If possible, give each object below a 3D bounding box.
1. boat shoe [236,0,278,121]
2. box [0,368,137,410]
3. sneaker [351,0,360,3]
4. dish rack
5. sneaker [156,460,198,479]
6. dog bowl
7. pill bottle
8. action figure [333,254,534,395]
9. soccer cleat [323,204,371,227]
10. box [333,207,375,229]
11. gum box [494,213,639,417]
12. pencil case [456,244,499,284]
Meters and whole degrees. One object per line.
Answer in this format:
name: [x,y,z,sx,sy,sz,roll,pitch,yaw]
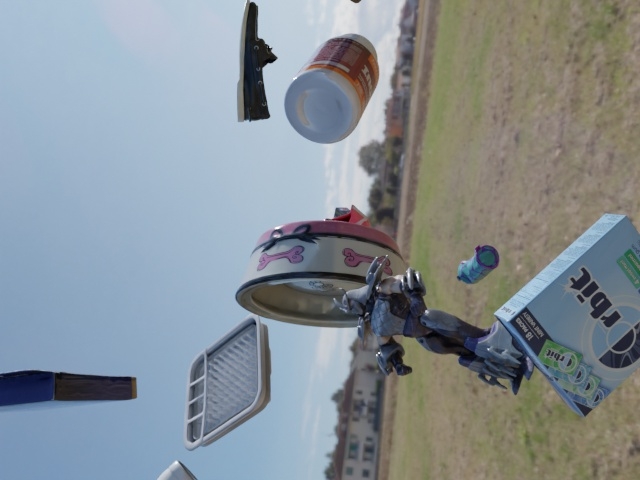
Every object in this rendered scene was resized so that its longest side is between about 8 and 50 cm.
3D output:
boat shoe: [-0.179,-0.508,1.746,0.127,0.113,0.339,-162,75,-82]
box: [-0.333,0.181,0.722,0.225,0.137,0.036,54,-152,-71]
sneaker: [0.046,-0.618,1.456,0.118,0.042,0.067,31,-161,-41]
dish rack: [-0.236,0.379,1.608,0.333,0.072,0.285,-40,38,30]
sneaker: [-0.259,0.621,1.304,0.123,0.290,0.106,-42,-26,-19]
dog bowl: [0.013,0.084,1.421,0.408,0.408,0.150,81,-167,-68]
pill bottle: [0.020,-0.181,0.699,0.152,0.086,0.086,-66,-18,-49]
action figure: [0.152,0.124,0.857,0.185,0.285,0.099,93,-160,-47]
soccer cleat: [0.000,0.000,1.423,0.095,0.248,0.083,55,-159,-28]
box: [0.103,0.018,1.812,0.233,0.044,0.159,43,127,50]
gum box: [0.323,0.087,0.716,0.157,0.184,0.041,50,177,-11]
pencil case: [0.394,0.062,1.531,0.064,0.070,0.151,-39,-11,-18]
